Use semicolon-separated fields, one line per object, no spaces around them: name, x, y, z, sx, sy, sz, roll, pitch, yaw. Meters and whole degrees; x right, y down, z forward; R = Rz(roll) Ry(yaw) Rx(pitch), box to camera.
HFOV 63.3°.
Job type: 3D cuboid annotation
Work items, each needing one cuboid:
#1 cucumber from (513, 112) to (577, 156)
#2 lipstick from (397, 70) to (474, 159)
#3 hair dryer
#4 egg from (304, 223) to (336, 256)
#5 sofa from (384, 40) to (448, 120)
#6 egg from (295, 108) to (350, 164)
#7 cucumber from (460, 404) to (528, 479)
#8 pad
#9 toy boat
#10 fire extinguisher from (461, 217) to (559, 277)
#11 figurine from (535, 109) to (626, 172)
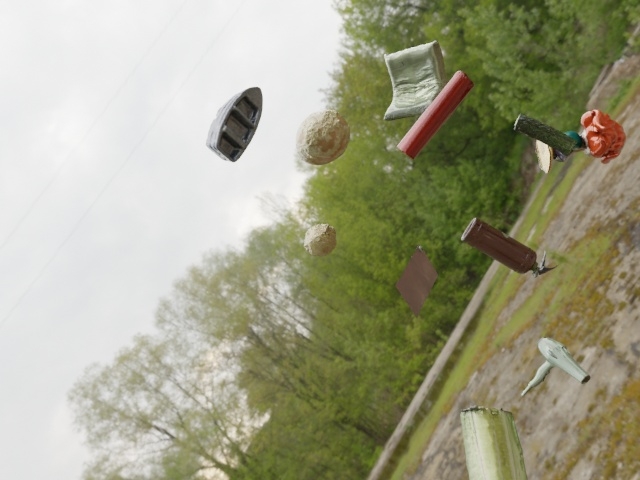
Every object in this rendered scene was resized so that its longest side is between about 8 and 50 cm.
cucumber;0.658;-0.314;1.521;0.058;0.187;0.058;-63;0;-1
lipstick;0.337;-0.365;1.522;0.279;0.073;0.073;-51;-9;11
hair dryer;0.924;0.536;2.027;0.229;0.093;0.266;22;96;57
egg;0.000;0.000;1.854;0.118;0.116;0.140;-62;0;-25
sofa;0.318;-0.549;1.795;0.176;0.210;0.225;-37;-61;-46
egg;0.006;-0.391;1.997;0.245;0.203;0.203;-41;4;40
cucumber;0.465;0.614;1.381;0.105;0.145;0.325;-42;44;47
pad;0.261;0.105;1.380;0.006;0.113;0.187;-18;22;41
toy boat;-0.268;-0.386;1.684;0.127;0.078;0.282;41;-119;-39
fire extinguisher;0.690;0.031;1.871;0.138;0.344;0.102;-57;-7;-29
figurine;0.838;-0.316;1.646;0.180;0.258;0.208;-88;-15;-52
